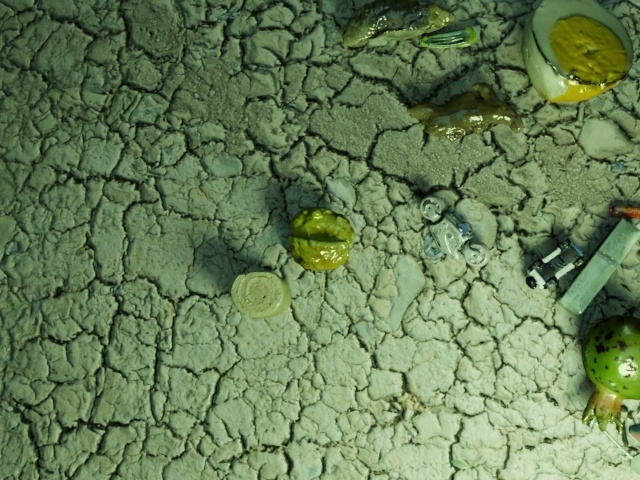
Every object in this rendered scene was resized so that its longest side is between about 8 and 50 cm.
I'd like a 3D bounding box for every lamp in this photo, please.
[{"bbox_3d":[0.780,0.532,1.701,0.198,0.056,0.050,43,82,10],"label":"lamp"}]

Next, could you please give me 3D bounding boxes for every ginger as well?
[{"bbox_3d":[0.424,-0.379,1.922,0.333,0.080,0.166,-7,89,8],"label":"ginger"}]

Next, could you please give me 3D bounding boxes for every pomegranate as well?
[{"bbox_3d":[0.759,0.327,1.638,0.231,0.231,0.286,25,59,11],"label":"pomegranate"}]

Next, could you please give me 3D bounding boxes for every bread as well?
[{"bbox_3d":[-0.165,0.155,1.842,0.148,0.141,0.134,4,82,9],"label":"bread"}]

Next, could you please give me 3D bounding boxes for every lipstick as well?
[{"bbox_3d":[0.762,0.077,1.786,0.076,0.077,0.290,37,85,12],"label":"lipstick"}]

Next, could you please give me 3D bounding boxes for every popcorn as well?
[{"bbox_3d":[0.001,0.001,1.856,0.197,0.155,0.198,-3,57,4],"label":"popcorn"}]

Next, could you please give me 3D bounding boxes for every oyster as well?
[{"bbox_3d":[0.238,-0.675,1.992,0.341,0.110,0.166,4,79,7],"label":"oyster"}]

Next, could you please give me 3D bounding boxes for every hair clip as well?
[{"bbox_3d":[0.397,-0.617,2.001,0.188,0.033,0.060,-7,79,2],"label":"hair clip"}]

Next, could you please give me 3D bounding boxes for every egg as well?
[{"bbox_3d":[0.696,-0.524,1.861,0.337,0.201,0.337,7,68,-17],"label":"egg"}]

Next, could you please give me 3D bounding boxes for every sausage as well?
[{"bbox_3d":[0.875,-0.079,1.830,0.129,0.034,0.034,8,79,8],"label":"sausage"}]

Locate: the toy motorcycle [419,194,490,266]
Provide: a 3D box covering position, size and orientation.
[{"bbox_3d":[0.370,-0.019,1.850,0.112,0.112,0.254,-42,78,-4],"label":"toy motorcycle"}]

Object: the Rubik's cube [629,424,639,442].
[{"bbox_3d":[0.974,0.529,1.629,0.229,0.228,0.233,-53,31,31],"label":"Rubik's cube"}]

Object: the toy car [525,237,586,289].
[{"bbox_3d":[0.642,0.073,1.803,0.170,0.070,0.080,-35,77,-4],"label":"toy car"}]
